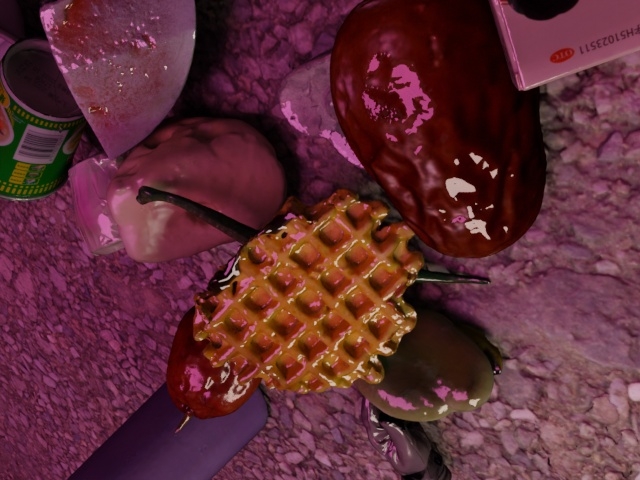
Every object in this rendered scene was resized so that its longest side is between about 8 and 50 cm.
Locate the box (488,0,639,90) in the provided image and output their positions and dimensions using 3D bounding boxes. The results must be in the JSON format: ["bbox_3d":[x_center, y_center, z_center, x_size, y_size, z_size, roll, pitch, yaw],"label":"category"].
[{"bbox_3d":[0.307,-0.288,0.557,0.353,0.069,0.214,-17,109,16],"label":"box"}]

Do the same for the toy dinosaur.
[{"bbox_3d":[0.000,0.000,0.942,0.446,0.087,0.301,-8,132,13],"label":"toy dinosaur"}]

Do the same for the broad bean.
[{"bbox_3d":[0.153,0.181,0.994,0.227,0.169,0.100,-6,161,7],"label":"broad bean"}]

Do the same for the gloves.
[{"bbox_3d":[0.138,0.317,1.102,0.119,0.142,0.286,-13,111,9],"label":"gloves"}]

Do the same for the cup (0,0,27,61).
[{"bbox_3d":[-0.643,-0.353,1.116,0.347,0.347,0.163,-20,71,40],"label":"cup"}]

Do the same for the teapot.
[{"bbox_3d":[-0.354,-0.082,1.198,0.163,0.221,0.178,-21,96,1],"label":"teapot"}]

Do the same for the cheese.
[{"bbox_3d":[-0.179,-0.103,1.033,0.247,0.251,0.174,-11,123,1],"label":"cheese"}]

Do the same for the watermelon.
[{"bbox_3d":[-0.310,-0.263,0.949,0.319,0.213,0.290,20,103,37],"label":"watermelon"}]

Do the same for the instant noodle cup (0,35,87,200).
[{"bbox_3d":[-0.473,-0.201,1.091,0.207,0.207,0.232,53,137,-5],"label":"instant noodle cup"}]

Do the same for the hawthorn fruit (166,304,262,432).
[{"bbox_3d":[-0.190,0.230,1.200,0.189,0.251,0.189,18,163,6],"label":"hawthorn fruit"}]

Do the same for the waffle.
[{"bbox_3d":[-0.014,0.075,0.905,0.307,0.060,0.312,10,108,-8],"label":"waffle"}]

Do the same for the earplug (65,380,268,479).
[{"bbox_3d":[-0.312,0.418,1.250,0.215,0.456,0.215,20,128,27],"label":"earplug"}]

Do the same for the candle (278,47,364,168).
[{"bbox_3d":[0.045,-0.192,0.886,0.192,0.068,0.169,31,129,10],"label":"candle"}]

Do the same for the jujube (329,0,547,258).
[{"bbox_3d":[0.140,-0.135,0.753,0.223,0.223,0.318,-6,121,37],"label":"jujube"}]
